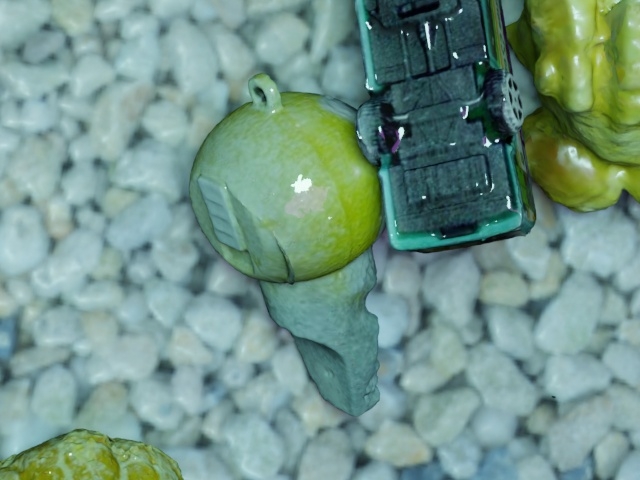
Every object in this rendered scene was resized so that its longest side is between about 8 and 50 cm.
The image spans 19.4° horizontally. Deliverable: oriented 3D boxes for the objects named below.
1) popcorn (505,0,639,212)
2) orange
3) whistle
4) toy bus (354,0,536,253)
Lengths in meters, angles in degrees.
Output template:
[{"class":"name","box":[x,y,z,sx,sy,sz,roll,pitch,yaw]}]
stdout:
[{"class":"popcorn","box":[0.171,-0.116,1.094,0.173,0.168,0.195,-26,145,-14]},{"class":"orange","box":[-0.134,0.184,1.069,0.156,0.134,0.157,-7,113,-17]},{"class":"whistle","box":[0.000,0.000,1.089,0.123,0.123,0.223,-23,119,-10]},{"class":"toy bus","box":[0.063,-0.121,1.036,0.091,0.109,0.262,-9,80,15]}]
